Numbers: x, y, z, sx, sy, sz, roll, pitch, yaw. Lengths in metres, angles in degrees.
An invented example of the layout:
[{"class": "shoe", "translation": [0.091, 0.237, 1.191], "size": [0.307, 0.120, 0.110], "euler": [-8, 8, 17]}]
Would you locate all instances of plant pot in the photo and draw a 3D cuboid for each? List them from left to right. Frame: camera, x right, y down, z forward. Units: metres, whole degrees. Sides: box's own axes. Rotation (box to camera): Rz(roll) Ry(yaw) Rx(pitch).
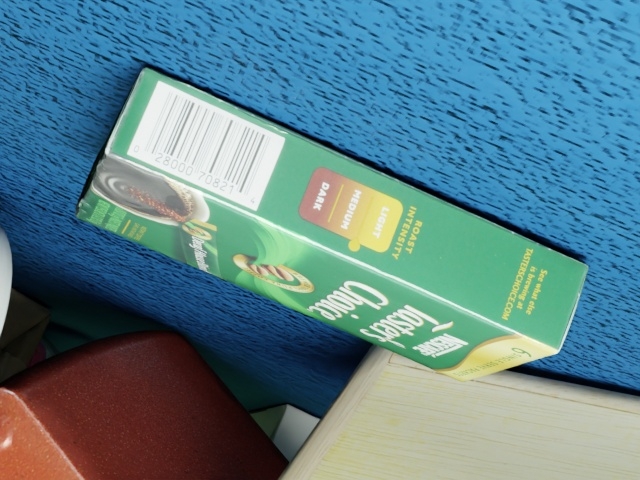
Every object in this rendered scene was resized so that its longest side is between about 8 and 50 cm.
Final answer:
[{"class": "plant pot", "translation": [-0.137, 0.213, 0.856], "size": [0.267, 0.267, 0.236], "euler": [48, -178, 18]}]

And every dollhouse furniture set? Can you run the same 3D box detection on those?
[{"class": "dollhouse furniture set", "translation": [0.138, 0.270, 0.797], "size": [0.256, 0.362, 0.394], "euler": [10, 133, 31]}]

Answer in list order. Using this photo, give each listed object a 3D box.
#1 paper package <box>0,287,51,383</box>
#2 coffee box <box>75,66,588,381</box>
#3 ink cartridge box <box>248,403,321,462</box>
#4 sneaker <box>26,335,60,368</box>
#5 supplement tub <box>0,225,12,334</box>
[{"class": "paper package", "translation": [-0.408, 0.065, 1.049], "size": [0.325, 0.168, 0.309], "euler": [-2, 156, 36]}, {"class": "coffee box", "translation": [0.000, 0.000, 0.605], "size": [0.184, 0.040, 0.113], "euler": [24, 164, -10]}, {"class": "ink cartridge box", "translation": [0.034, 0.194, 1.168], "size": [0.198, 0.067, 0.115], "euler": [26, 164, -13]}, {"class": "sneaker", "translation": [-0.266, 0.105, 1.219], "size": [0.252, 0.103, 0.111], "euler": [16, 169, 41]}, {"class": "supplement tub", "translation": [-0.305, 0.004, 0.728], "size": [0.272, 0.191, 0.191], "euler": [32, 161, -34]}]
